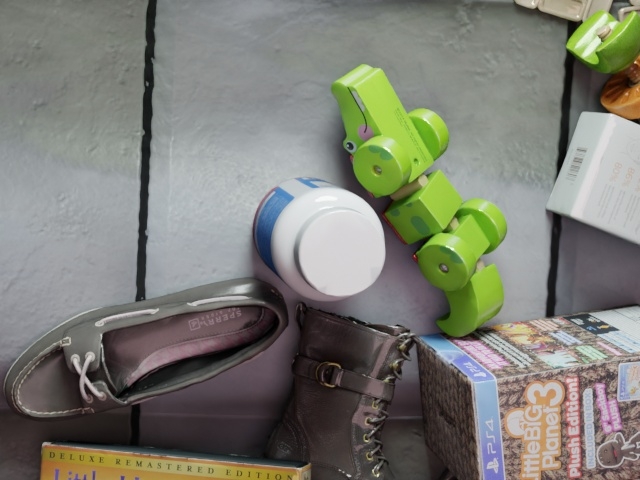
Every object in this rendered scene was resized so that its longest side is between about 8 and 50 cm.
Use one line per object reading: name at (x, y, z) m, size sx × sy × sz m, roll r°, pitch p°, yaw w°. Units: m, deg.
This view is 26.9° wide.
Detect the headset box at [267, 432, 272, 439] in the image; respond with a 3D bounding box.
headset box at (-0.017, 0.237, 1.584) m, size 0.083 × 0.032 × 0.062 m, roll -42°, pitch 101°, yaw -2°

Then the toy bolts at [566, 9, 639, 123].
toy bolts at (0.430, -0.217, 1.507) m, size 0.218 × 0.228 × 0.158 m, roll -45°, pitch 111°, yaw -1°

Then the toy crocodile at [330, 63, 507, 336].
toy crocodile at (0.113, -0.045, 1.541) m, size 0.340 × 0.105 × 0.115 m, roll 57°, pitch 44°, yaw -12°

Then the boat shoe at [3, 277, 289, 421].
boat shoe at (-0.196, 0.122, 1.502) m, size 0.335 × 0.095 × 0.112 m, roll -19°, pitch 101°, yaw -8°

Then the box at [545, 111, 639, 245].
box at (0.378, -0.063, 1.589) m, size 0.170 × 0.091 × 0.130 m, roll 21°, pitch 93°, yaw -13°

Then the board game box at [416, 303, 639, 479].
board game box at (0.282, 0.180, 1.532) m, size 0.291 × 0.232 × 0.141 m, roll -8°, pitch 99°, yaw -9°

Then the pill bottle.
pill bottle at (0.000, 0.000, 1.458) m, size 0.124 × 0.221 × 0.124 m, roll -1°, pitch 98°, yaw -10°

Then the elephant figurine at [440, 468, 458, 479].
elephant figurine at (0.182, 0.344, 1.590) m, size 0.186 × 0.239 × 0.169 m, roll 14°, pitch 79°, yaw -38°

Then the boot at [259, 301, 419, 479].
boot at (0.058, 0.206, 1.513) m, size 0.263 × 0.091 × 0.229 m, roll 22°, pitch 88°, yaw 9°

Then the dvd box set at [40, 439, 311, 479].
dvd box set at (-0.174, 0.443, 1.480) m, size 0.307 × 0.062 × 0.420 m, roll 2°, pitch 87°, yaw 12°

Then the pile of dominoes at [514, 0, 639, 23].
pile of dominoes at (0.352, -0.376, 1.582) m, size 0.196 × 0.040 × 0.251 m, roll 15°, pitch 103°, yaw -14°
